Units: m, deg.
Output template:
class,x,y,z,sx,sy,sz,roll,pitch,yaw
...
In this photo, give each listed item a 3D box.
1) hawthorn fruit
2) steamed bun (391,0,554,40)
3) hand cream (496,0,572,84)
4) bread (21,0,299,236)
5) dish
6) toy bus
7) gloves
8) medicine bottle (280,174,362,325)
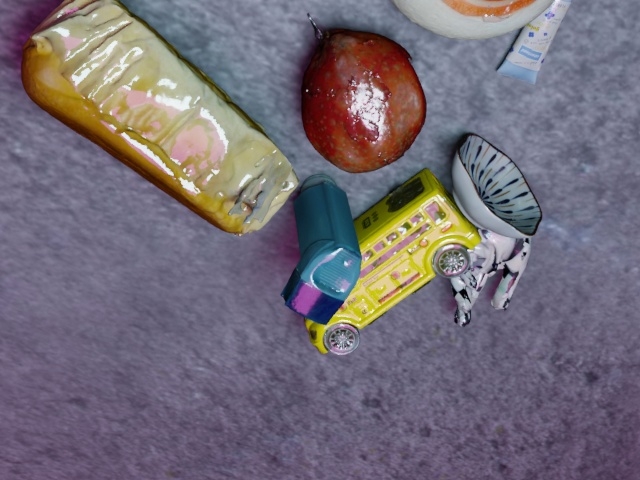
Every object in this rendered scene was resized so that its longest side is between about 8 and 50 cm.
class,x,y,z,sx,sy,sz,roll,pitch,yaw
hawthorn fruit,0.046,-0.208,0.979,0.181,0.181,0.235,-27,122,11
steamed bun,0.200,-0.382,0.876,0.283,0.177,0.283,-3,124,-5
hand cream,0.318,-0.309,1.021,0.065,0.043,0.170,15,126,-9
bread,-0.213,-0.154,0.966,0.388,0.236,0.183,42,95,-19
dish,0.257,-0.072,1.104,0.191,0.190,0.066,30,131,-24
toy bus,0.091,0.038,1.167,0.330,0.144,0.152,-37,111,14
gloves,0.277,0.047,1.220,0.127,0.111,0.212,8,123,-41
medicine bottle,0.000,0.000,1.062,0.079,0.258,0.124,27,120,-22
